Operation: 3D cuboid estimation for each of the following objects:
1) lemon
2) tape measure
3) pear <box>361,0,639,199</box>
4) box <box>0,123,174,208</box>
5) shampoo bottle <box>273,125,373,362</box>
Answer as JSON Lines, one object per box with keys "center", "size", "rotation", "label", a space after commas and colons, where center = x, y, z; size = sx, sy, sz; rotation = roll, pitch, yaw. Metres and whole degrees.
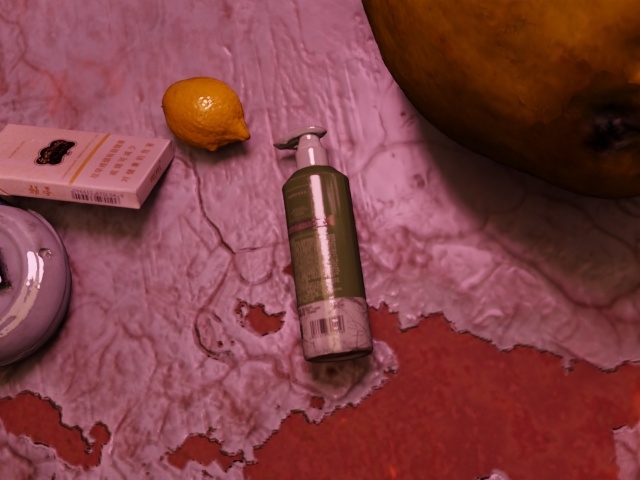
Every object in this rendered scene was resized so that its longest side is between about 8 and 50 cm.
{"center": [-0.103, -0.114, 0.924], "size": [0.092, 0.065, 0.065], "rotation": [28, 84, 15], "label": "lemon"}
{"center": [-0.272, 0.113, 0.895], "size": [0.164, 0.084, 0.330], "rotation": [-28, 72, 8], "label": "tape measure"}
{"center": [0.191, -0.234, 0.755], "size": [0.352, 0.352, 0.413], "rotation": [-24, 66, 5], "label": "pear"}
{"center": [-0.227, -0.069, 0.931], "size": [0.167, 0.024, 0.090], "rotation": [6, 38, 13], "label": "box"}
{"center": [0.000, 0.000, 0.878], "size": [0.065, 0.065, 0.204], "rotation": [-10, 76, 9], "label": "shampoo bottle"}
